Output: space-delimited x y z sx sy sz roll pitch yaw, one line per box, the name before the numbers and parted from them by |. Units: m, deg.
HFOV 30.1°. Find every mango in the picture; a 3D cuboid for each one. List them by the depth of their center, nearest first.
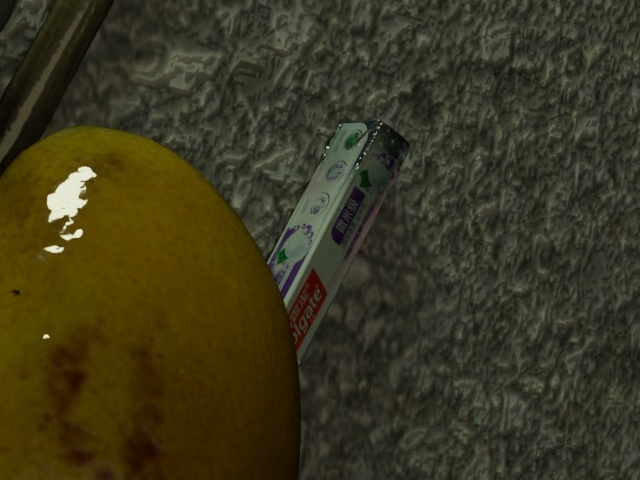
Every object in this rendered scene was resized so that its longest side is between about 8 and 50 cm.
mango | -0.138 0.117 0.690 0.263 0.221 0.378 18 68 -22

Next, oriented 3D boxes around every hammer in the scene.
hammer | -0.145 -0.186 0.816 0.111 0.043 0.365 32 74 -23

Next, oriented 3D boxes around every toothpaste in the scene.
toothpaste | 0.000 0.000 0.870 0.040 0.047 0.196 40 68 -34

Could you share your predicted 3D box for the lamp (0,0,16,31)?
lamp | -0.238 -0.161 0.724 0.105 0.105 0.105 3 84 -28
